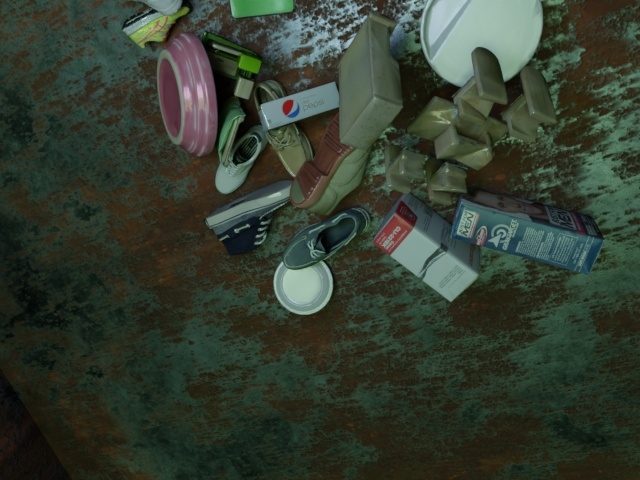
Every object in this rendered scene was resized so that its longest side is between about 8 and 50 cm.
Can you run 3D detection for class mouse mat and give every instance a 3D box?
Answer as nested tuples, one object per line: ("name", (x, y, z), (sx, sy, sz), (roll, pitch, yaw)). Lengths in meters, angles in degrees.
("mouse mat", (-0.163, -0.683, 1.382), (0.189, 0.007, 0.153), (1, 112, 16))

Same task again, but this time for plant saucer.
("plant saucer", (-0.376, -0.393, 1.416), (0.332, 0.084, 0.333), (32, 128, 53))

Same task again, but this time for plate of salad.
("plate of salad", (-0.054, 0.138, 1.661), (0.199, 0.048, 0.200), (1, 93, 14))

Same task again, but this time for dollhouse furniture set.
("dollhouse furniture set", (-0.283, -0.382, 1.405), (0.151, 0.198, 0.302), (15, 114, -19))
("dollhouse furniture set", (0.251, -0.316, 1.206), (0.393, 0.257, 0.362), (13, 149, -22))

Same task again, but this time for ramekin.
("ramekin", (0.376, -0.504, 1.219), (0.272, 0.127, 0.273), (7, 114, 15))

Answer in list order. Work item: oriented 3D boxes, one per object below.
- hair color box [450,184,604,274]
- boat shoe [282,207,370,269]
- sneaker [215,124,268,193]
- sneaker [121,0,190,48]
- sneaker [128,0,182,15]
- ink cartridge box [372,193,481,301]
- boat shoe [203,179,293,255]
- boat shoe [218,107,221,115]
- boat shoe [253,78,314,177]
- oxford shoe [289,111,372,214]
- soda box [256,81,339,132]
("hair color box", (0.525, -0.036, 1.343), (0.346, 0.174, 0.105), (15, 115, 10))
("boat shoe", (0.000, 0.000, 1.554), (0.319, 0.099, 0.116), (-29, 88, 23))
("sneaker", (-0.250, -0.239, 1.547), (0.094, 0.091, 0.258), (38, 118, -1))
("sneaker", (-0.454, -0.618, 1.471), (0.208, 0.082, 0.094), (-17, 136, 15))
("sneaker", (-0.517, -0.711, 1.360), (0.292, 0.169, 0.108), (27, 89, 22))
("ink cartridge box", (0.298, 0.011, 1.421), (0.272, 0.197, 0.114), (37, 119, 1))
("boat shoe", (-0.189, -0.065, 1.597), (0.340, 0.127, 0.158), (-17, 113, 31))
("boat shoe", (-0.332, -0.382, 1.543), (0.132, 0.042, 0.049), (27, 113, 3))
("boat shoe", (-0.109, -0.306, 1.471), (0.109, 0.098, 0.303), (-15, 107, 22))
("oxford shoe", (0.077, -0.241, 1.446), (0.146, 0.141, 0.397), (24, 115, -42))
("soda box", (-0.057, -0.357, 1.384), (0.215, 0.074, 0.069), (-22, 100, -13))
